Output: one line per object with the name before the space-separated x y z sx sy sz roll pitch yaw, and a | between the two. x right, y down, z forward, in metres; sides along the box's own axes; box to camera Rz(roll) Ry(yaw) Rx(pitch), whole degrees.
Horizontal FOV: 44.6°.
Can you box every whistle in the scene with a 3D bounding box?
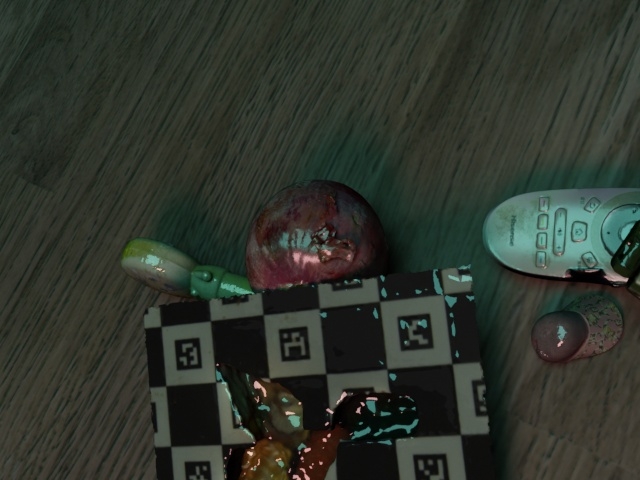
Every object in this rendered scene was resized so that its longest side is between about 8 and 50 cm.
whistle | -0.146 0.041 0.935 0.198 0.104 0.057 13 70 18

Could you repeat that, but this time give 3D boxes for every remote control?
remote control | 0.283 -0.002 0.745 0.256 0.045 0.097 4 82 26

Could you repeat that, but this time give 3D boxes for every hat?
hat | 0.238 0.081 0.735 0.087 0.042 0.058 -28 60 15

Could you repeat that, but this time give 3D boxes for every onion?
onion | 0.000 0.000 0.846 0.159 0.159 0.195 -14 35 23

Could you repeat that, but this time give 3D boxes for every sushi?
sushi | 0.002 0.216 0.773 0.359 0.064 0.343 -9 83 24

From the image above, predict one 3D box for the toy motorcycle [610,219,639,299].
toy motorcycle | 0.333 0.017 0.632 0.205 0.127 0.275 40 92 12
